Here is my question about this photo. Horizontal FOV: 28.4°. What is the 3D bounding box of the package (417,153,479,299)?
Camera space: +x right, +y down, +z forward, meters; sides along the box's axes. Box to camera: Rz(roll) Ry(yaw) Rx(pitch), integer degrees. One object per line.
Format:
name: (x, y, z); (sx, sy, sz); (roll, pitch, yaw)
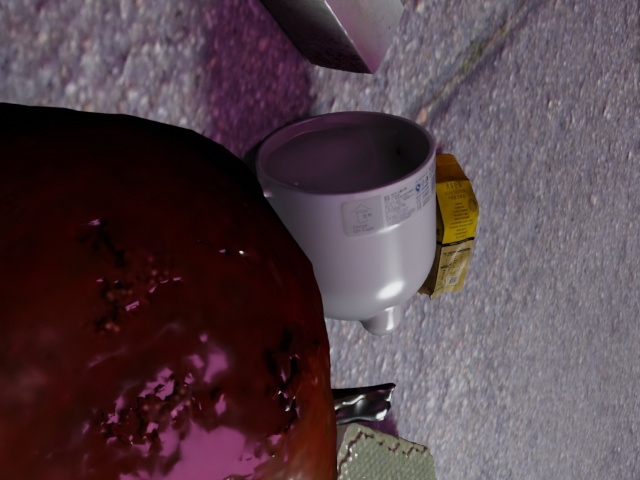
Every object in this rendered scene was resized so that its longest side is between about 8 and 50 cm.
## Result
package: (0.114, -0.014, 1.193); (0.071, 0.047, 0.131); (-5, 108, -54)

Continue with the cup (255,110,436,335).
cup: (0.012, 0.001, 0.960); (0.173, 0.134, 0.142); (-41, 136, -45)

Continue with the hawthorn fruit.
hawthorn fruit: (-0.133, 0.077, 0.634); (0.316, 0.316, 0.316); (-28, 125, -50)

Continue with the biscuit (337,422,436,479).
biscuit: (0.048, 0.256, 1.196); (0.252, 0.052, 0.150); (32, 75, -57)

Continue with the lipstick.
lipstick: (-0.034, -0.228, 0.857); (0.317, 0.066, 0.068); (47, 62, -54)
